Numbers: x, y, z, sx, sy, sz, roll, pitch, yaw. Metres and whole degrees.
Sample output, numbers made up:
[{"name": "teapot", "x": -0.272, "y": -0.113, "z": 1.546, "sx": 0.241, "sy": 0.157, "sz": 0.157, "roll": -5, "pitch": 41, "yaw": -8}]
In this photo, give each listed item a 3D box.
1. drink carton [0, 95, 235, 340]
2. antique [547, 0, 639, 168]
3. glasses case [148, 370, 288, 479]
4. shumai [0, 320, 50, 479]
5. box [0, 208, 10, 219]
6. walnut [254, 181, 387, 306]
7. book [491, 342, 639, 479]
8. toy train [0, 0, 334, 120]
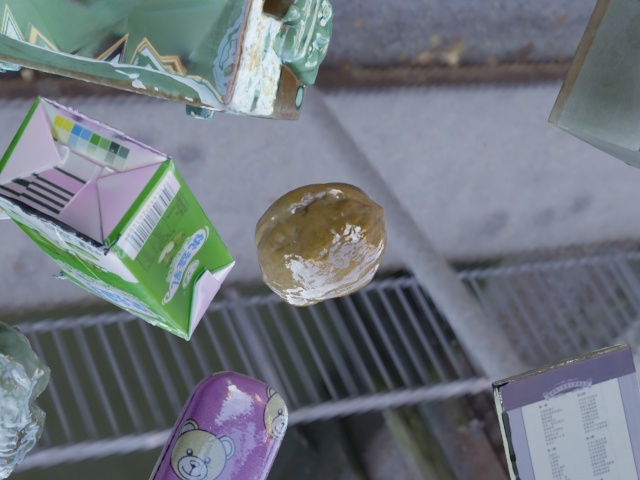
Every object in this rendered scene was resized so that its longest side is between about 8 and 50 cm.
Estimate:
[{"name": "drink carton", "x": -0.199, "y": -0.015, "z": 1.437, "sx": 0.108, "sy": 0.161, "sz": 0.271, "roll": -59, "pitch": 160, "yaw": -14}, {"name": "antique", "x": 0.326, "y": -0.145, "z": 1.474, "sx": 0.152, "sy": 0.148, "sz": 0.146, "roll": 20, "pitch": 93, "yaw": -44}, {"name": "glasses case", "x": -0.144, "y": 0.305, "z": 1.777, "sx": 0.123, "sy": 0.076, "sz": 0.316, "roll": 25, "pitch": 92, "yaw": -19}, {"name": "shumai", "x": -0.462, "y": 0.128, "z": 1.712, "sx": 0.309, "sy": 0.263, "sz": 0.304, "roll": 19, "pitch": 124, "yaw": -18}, {"name": "box", "x": -0.352, "y": -0.047, "z": 1.675, "sx": 0.220, "sy": 0.122, "sz": 0.032, "roll": -3, "pitch": 104, "yaw": -20}, {"name": "walnut", "x": 0.000, "y": 0.000, "z": 1.785, "sx": 0.166, "sy": 0.166, "sz": 0.149, "roll": -30, "pitch": 117, "yaw": 6}, {"name": "book", "x": 0.263, "y": 0.233, "z": 1.518, "sx": 0.157, "sy": 0.231, "sz": 0.026, "roll": -14, "pitch": -176, "yaw": -22}, {"name": "toy train", "x": -0.155, "y": -0.163, "z": 1.008, "sx": 0.159, "sy": 0.326, "sz": 0.129, "roll": -5, "pitch": 109, "yaw": -74}]
